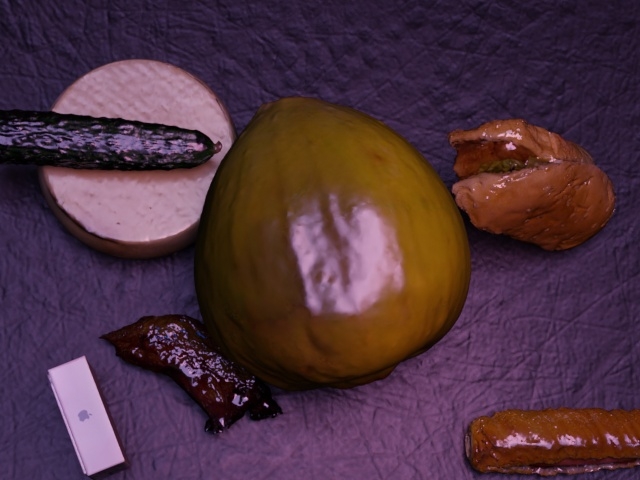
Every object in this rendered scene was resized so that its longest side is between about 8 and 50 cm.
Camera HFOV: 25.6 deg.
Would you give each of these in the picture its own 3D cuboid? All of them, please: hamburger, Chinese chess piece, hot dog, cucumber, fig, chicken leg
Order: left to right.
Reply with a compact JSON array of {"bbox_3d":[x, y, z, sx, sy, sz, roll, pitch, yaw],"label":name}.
[{"bbox_3d":[-0.263,-0.114,1.658,0.293,0.067,0.068,4,77,-6],"label":"cucumber"},{"bbox_3d":[-0.223,-0.100,1.740,0.250,0.097,0.251,1,79,-5],"label":"Chinese chess piece"},{"bbox_3d":[-0.151,0.154,1.710,0.234,0.063,0.105,38,73,6],"label":"chicken leg"},{"bbox_3d":[0.010,0.001,1.621,0.343,0.343,0.343,1,78,-4],"label":"fig"},{"bbox_3d":[0.271,-0.063,1.701,0.131,0.262,0.124,-16,70,36],"label":"hamburger"},{"bbox_3d":[0.322,0.243,1.727,0.288,0.068,0.083,-3,71,-4],"label":"hot dog"}]

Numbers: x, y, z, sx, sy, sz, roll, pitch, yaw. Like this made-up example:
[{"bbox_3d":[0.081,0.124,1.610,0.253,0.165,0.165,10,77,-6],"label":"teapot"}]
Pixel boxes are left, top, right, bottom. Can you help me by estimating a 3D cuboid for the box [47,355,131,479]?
[{"bbox_3d":[-0.271,0.211,1.651,0.051,0.130,0.129,-21,80,-9],"label":"box"}]
